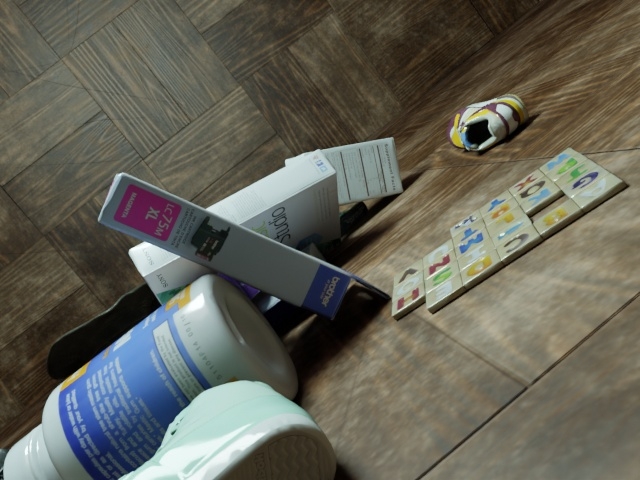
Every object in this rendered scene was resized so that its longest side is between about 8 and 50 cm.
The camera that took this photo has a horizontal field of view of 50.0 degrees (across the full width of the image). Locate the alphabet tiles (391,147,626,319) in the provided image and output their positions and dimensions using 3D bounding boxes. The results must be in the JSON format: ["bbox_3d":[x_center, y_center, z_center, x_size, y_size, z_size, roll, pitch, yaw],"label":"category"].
[{"bbox_3d":[0.169,-0.007,0.687,0.237,0.009,0.198,-35,9,15],"label":"alphabet tiles"}]

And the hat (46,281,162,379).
[{"bbox_3d":[-0.400,0.227,1.420,0.331,0.134,0.331,-37,-11,-8],"label":"hat"}]

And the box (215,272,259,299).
[{"bbox_3d":[-0.210,0.138,0.965,0.293,0.057,0.201,-39,1,4],"label":"box"}]

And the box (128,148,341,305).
[{"bbox_3d":[-0.116,0.011,1.088,0.322,0.058,0.232,-29,-27,-11],"label":"box"}]

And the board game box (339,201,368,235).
[{"bbox_3d":[0.000,0.000,1.312,0.186,0.026,0.126,-44,10,-37],"label":"board game box"}]

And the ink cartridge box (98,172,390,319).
[{"bbox_3d":[-0.091,0.012,0.777,0.065,0.311,0.186,-68,17,-1],"label":"ink cartridge box"}]

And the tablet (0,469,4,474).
[{"bbox_3d":[-0.722,0.521,1.632,0.054,0.006,0.083,-36,9,16],"label":"tablet"}]

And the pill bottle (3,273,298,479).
[{"bbox_3d":[-0.170,0.169,0.677,0.272,0.152,0.152,-37,8,6],"label":"pill bottle"}]

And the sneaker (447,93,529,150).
[{"bbox_3d":[0.241,-0.176,1.088,0.084,0.069,0.185,-36,6,-21],"label":"sneaker"}]

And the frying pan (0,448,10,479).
[{"bbox_3d":[-0.776,0.557,1.543,0.197,0.053,0.326,-46,10,-16],"label":"frying pan"}]

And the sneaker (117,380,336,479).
[{"bbox_3d":[-0.118,0.196,0.498,0.256,0.094,0.151,-30,12,-12],"label":"sneaker"}]

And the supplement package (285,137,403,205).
[{"bbox_3d":[0.042,-0.118,1.253,0.179,0.105,0.105,-13,4,-20],"label":"supplement package"}]

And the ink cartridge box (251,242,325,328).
[{"bbox_3d":[-0.090,0.110,1.028,0.223,0.045,0.224,-37,9,12],"label":"ink cartridge box"}]
